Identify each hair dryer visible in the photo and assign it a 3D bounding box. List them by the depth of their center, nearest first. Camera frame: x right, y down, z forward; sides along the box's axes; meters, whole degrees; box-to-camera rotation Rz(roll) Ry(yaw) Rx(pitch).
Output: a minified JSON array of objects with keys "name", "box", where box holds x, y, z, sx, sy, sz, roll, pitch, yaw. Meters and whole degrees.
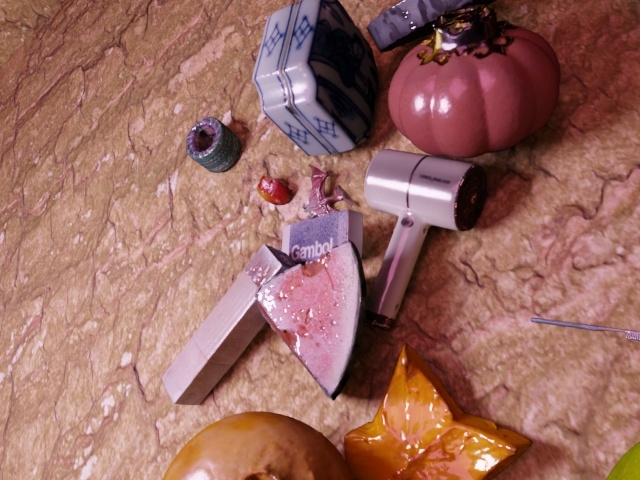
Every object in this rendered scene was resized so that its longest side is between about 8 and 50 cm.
[{"name":"hair dryer","box":[0.155,0.012,1.052,0.203,0.128,0.361,18,85,36]}]

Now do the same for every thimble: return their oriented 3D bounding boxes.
[{"name":"thimble","box":[-0.276,-0.244,1.445,0.118,0.090,0.135,-39,52,8]}]

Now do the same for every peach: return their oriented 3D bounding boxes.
[{"name":"peach","box":[-0.109,-0.112,1.307,0.083,0.077,0.050,29,75,-6]}]

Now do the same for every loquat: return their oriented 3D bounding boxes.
[{"name":"loquat","box":[-0.096,0.425,0.863,0.329,0.328,0.328,-14,60,25]}]

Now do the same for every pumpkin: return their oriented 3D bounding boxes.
[{"name":"pumpkin","box":[0.152,0.353,0.885,0.258,0.095,0.290,35,91,34]}]

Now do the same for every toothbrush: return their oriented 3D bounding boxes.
[{"name":"toothbrush","box":[0.417,0.139,0.884,0.167,0.011,0.014,5,75,33]}]

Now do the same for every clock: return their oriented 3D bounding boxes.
[{"name":"clock","box":[0.245,-0.474,1.141,0.313,0.312,0.061,-20,101,21]}]

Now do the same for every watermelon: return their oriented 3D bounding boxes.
[{"name":"watermelon","box":[-0.022,0.148,1.000,0.202,0.213,0.261,6,70,1]}]

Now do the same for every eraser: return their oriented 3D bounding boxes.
[{"name":"eraser","box":[0.000,0.000,1.133,0.213,0.046,0.091,-11,72,50]}]

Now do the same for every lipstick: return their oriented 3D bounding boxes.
[{"name":"lipstick","box":[-0.185,0.178,1.153,0.371,0.076,0.079,-51,52,11]}]

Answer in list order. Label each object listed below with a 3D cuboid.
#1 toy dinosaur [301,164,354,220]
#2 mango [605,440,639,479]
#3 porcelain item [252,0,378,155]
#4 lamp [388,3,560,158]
[{"name":"toy dinosaur","box":[0.012,-0.083,1.228,0.108,0.032,0.220,-30,64,11]},{"name":"mango","box":[0.414,0.393,0.667,0.193,0.156,0.342,10,71,33]},{"name":"porcelain item","box":[0.004,-0.347,1.208,0.157,0.281,0.285,-4,63,32]},{"name":"lamp","box":[0.270,-0.289,1.015,0.306,0.239,0.305,-14,35,10]}]
